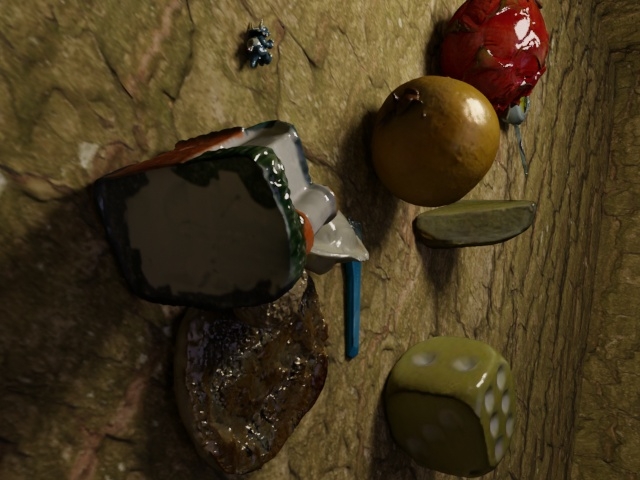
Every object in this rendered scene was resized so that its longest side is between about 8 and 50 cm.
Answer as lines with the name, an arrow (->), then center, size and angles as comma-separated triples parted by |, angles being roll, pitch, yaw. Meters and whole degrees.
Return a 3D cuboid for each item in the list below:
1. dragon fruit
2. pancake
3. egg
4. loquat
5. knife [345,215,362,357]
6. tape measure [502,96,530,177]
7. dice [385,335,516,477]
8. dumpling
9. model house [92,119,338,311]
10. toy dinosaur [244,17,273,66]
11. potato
dragon fruit -> 0.440, -0.477, 1.418 | 0.278, 0.278, 0.342 | -19, 107, -50
pancake -> -0.098, 0.193, 0.918 | 0.356, 0.065, 0.355 | -2, 92, -53
egg -> -0.078, 0.063, 0.828 | 0.118, 0.116, 0.140 | 63, 40, -60
loquat -> 0.233, -0.215, 1.167 | 0.275, 0.275, 0.274 | -1, 91, -51
knife -> 0.066, 0.097, 1.152 | 0.044, 0.026, 0.296 | -2, 95, -48
tape measure -> 0.606, -0.364, 1.767 | 0.164, 0.084, 0.329 | 15, 78, -48
dice -> 0.304, 0.374, 1.286 | 0.227, 0.233, 0.238 | -36, 118, -46
dumpling -> 0.003, 0.000, 0.964 | 0.126, 0.166, 0.216 | -52, 138, 1
model house -> -0.103, -0.063, 0.775 | 0.301, 0.272, 0.190 | -50, 128, -53
toy dinosaur -> -0.104, -0.323, 0.925 | 0.047, 0.031, 0.083 | 15, 78, -50
potato -> 0.411, -0.037, 1.394 | 0.270, 0.255, 0.111 | -21, 106, -49
